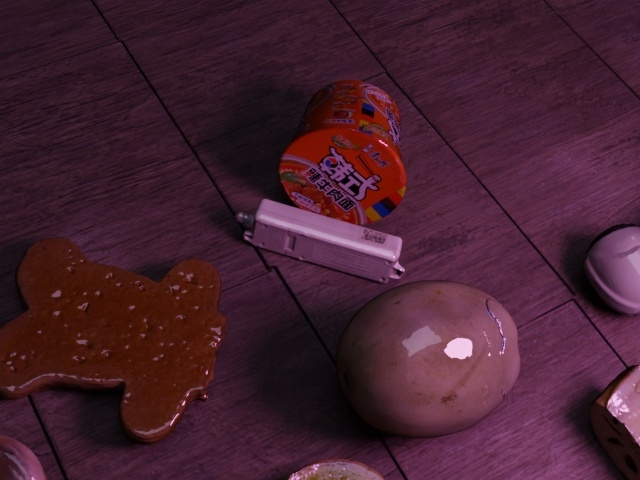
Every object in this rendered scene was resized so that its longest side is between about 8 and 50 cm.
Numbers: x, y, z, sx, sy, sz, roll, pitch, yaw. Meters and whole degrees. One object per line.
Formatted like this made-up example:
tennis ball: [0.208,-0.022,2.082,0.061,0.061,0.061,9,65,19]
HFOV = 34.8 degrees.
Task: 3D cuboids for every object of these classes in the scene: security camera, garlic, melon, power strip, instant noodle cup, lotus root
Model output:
security camera: [0.654,0.048,1.985,0.277,0.197,0.191,-13,58,-8]
garlic: [-0.502,0.371,1.631,0.196,0.087,0.101,31,70,9]
melon: [0.189,0.199,1.746,0.330,0.268,0.268,-13,59,-24]
power strip: [0.000,0.000,1.954,0.338,0.098,0.058,16,54,2]
instant noodle cup: [0.054,-0.181,2.016,0.250,0.250,0.192,12,45,-1]
lotus root: [0.574,0.347,1.787,0.119,0.138,0.235,-28,65,-19]

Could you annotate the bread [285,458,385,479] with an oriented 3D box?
bread: [0.032,0.467,1.655,0.236,0.070,0.236,5,54,-6]

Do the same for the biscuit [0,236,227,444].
biscuit: [-0.370,0.177,1.794,0.394,0.076,0.368,9,55,1]
